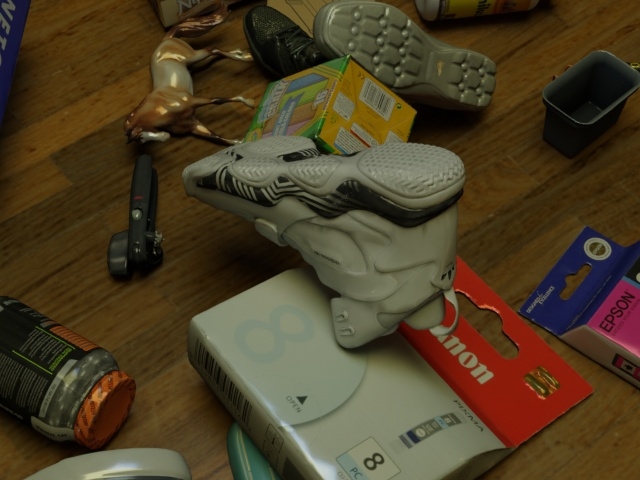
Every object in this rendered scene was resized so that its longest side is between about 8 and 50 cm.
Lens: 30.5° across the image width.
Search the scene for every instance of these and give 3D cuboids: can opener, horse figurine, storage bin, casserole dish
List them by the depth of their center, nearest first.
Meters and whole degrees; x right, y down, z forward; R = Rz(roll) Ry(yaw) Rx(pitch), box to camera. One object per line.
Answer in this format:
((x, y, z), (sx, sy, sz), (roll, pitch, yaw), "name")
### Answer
((-0.039, 0.255, 1.310), (0.114, 0.037, 0.188), (-11, 54, -11), "casserole dish")
((-0.230, -0.037, 1.501), (0.073, 0.059, 0.186), (2, 54, 0), "can opener")
((0.358, -0.184, 1.606), (0.135, 0.091, 0.098), (-37, 63, -25), "storage bin")
((-0.180, -0.222, 1.633), (0.175, 0.066, 0.263), (3, 56, -7), "horse figurine")

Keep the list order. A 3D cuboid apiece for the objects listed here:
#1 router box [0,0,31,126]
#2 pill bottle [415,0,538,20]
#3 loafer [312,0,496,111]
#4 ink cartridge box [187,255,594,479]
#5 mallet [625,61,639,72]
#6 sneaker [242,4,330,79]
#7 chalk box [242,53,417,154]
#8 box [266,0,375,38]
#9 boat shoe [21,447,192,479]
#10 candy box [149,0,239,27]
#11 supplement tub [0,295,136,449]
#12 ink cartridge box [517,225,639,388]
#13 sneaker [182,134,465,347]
((-0.554, -0.200, 1.536), (0.301, 0.082, 0.335), (-11, 52, 15), "router box")
((0.250, -0.393, 1.738), (0.215, 0.117, 0.117), (-8, 55, -7), "pill bottle")
((0.100, -0.236, 1.547), (0.111, 0.319, 0.112), (9, 84, 47), "loafer")
((0.090, 0.137, 1.343), (0.385, 0.091, 0.308), (-27, 59, -28), "ink cartridge box")
((0.537, -0.256, 1.702), (0.190, 0.039, 0.062), (7, 54, 8), "mallet")
((-0.022, -0.262, 1.608), (0.087, 0.130, 0.227), (-26, 68, -23), "sneaker")
((-0.009, -0.126, 1.492), (0.132, 0.213, 0.132), (36, 61, -29), "chalk box")
((0.002, -0.343, 1.753), (0.164, 0.021, 0.201), (1, 53, -1), "box")
((-0.298, 0.331, 1.187), (0.367, 0.136, 0.156), (-15, 56, -9), "boat shoe")
((-0.216, -0.480, 1.794), (0.183, 0.087, 0.316), (-23, 57, -12), "candy box")
((-0.311, 0.152, 1.326), (0.190, 0.117, 0.117), (27, 58, 17), "supplement tub")
((0.442, 0.113, 1.416), (0.371, 0.069, 0.176), (31, 59, 22), "ink cartridge box")
((0.000, 0.000, 1.316), (0.366, 0.210, 0.137), (5, 22, 35), "sneaker")
